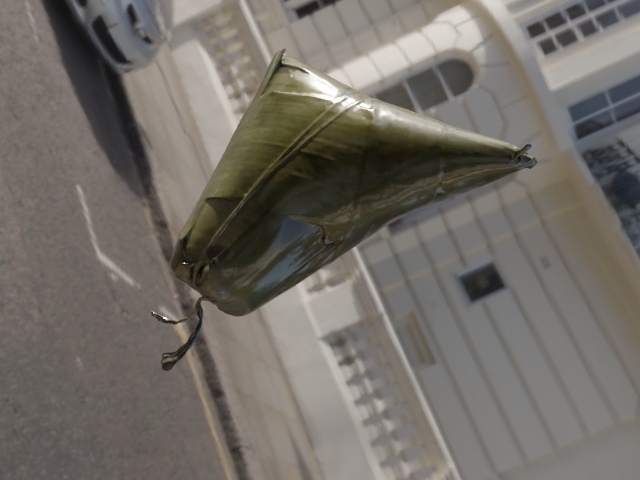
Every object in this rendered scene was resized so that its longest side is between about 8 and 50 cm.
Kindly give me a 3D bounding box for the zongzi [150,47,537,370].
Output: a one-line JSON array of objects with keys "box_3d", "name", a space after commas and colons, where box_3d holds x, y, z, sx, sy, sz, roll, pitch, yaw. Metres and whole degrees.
[{"box_3d": [0.000, 0.000, 1.048, 0.418, 0.447, 0.181, 20, -18, 24], "name": "zongzi"}]
